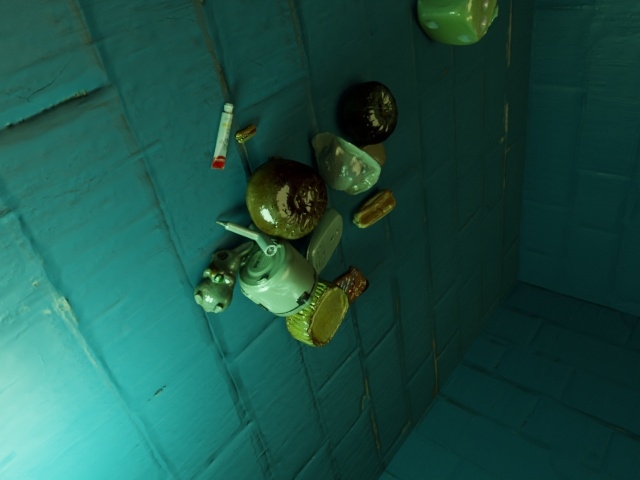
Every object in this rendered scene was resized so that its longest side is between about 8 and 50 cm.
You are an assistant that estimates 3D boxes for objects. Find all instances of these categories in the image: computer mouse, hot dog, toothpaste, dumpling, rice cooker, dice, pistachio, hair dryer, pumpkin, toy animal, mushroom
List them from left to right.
[{"bbox_3d":[-0.281,-0.301,1.494,0.048,0.031,0.190,-5,112,-55],"label":"toothpaste"},{"bbox_3d":[-0.298,0.096,1.593,0.125,0.127,0.251,44,56,-33],"label":"toy animal"},{"bbox_3d":[-0.238,-0.021,1.593,0.183,0.155,0.044,16,109,-39],"label":"hair dryer"},{"bbox_3d":[-0.223,-0.324,1.564,0.083,0.021,0.037,-45,135,-33],"label":"hot dog"},{"bbox_3d":[-0.137,0.125,1.705,0.244,0.226,0.226,43,71,-45],"label":"rice cooker"},{"bbox_3d":[-0.100,-0.142,1.635,0.297,0.163,0.278,-3,84,-46],"label":"mushroom"},{"bbox_3d":[-0.005,-0.002,1.902,0.159,0.097,0.288,85,29,-44],"label":"computer mouse"},{"bbox_3d":[0.094,-0.269,1.828,0.243,0.227,0.175,9,82,-50],"label":"dumpling"},{"bbox_3d":[0.182,-0.324,2.011,0.186,0.108,0.126,-22,145,-37],"label":"pistachio"},{"bbox_3d":[0.191,-0.469,1.910,0.238,0.159,0.237,-6,99,-39],"label":"pumpkin"},{"bbox_3d":[0.229,-0.136,2.180,0.249,0.076,0.102,-38,105,-28],"label":"hot dog"},{"bbox_3d":[0.558,-0.965,2.102,0.250,0.254,0.251,21,90,-51],"label":"dice"}]

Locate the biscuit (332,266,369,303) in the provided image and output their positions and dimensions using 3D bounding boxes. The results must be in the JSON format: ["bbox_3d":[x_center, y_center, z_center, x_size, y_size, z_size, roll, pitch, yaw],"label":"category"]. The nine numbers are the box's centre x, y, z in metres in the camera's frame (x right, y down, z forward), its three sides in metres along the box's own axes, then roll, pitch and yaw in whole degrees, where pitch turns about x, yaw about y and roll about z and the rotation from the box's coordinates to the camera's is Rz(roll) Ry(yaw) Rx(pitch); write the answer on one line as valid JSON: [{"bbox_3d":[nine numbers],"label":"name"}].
[{"bbox_3d":[0.135,0.203,2.251,0.280,0.043,0.183,8,102,-50],"label":"biscuit"}]

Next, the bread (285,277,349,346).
[{"bbox_3d":[-0.014,0.278,2.000,0.253,0.142,0.227,-54,142,-18],"label":"bread"}]
